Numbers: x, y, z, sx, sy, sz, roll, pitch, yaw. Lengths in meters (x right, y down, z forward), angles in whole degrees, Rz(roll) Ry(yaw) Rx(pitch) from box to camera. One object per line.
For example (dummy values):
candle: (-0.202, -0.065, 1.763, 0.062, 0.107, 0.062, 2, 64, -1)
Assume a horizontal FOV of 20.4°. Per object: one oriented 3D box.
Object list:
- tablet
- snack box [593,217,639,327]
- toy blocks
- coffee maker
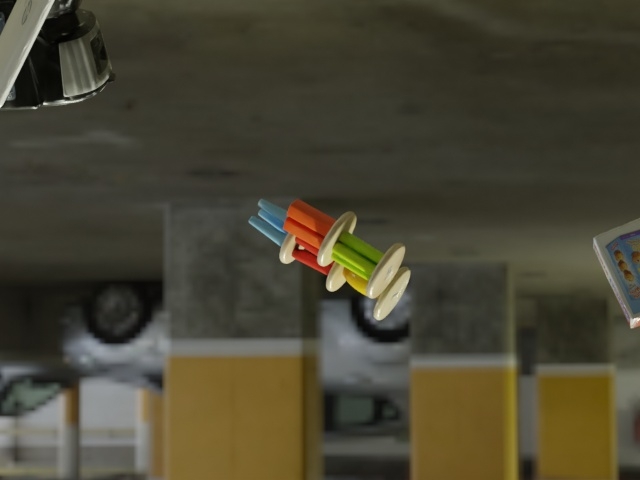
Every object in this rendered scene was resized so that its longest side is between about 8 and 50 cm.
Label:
tablet: (-0.125, -0.103, 0.771, 0.006, 0.083, 0.054, 19, -148, -22)
snack box: (0.273, -0.005, 1.158, 0.178, 0.064, 0.022, -22, 158, 1)
toy blocks: (0.000, 0.000, 1.520, 0.148, 0.054, 0.123, 31, 168, 15)
coffee maker: (-0.255, -0.203, 1.407, 0.171, 0.178, 0.120, 12, -149, 25)
